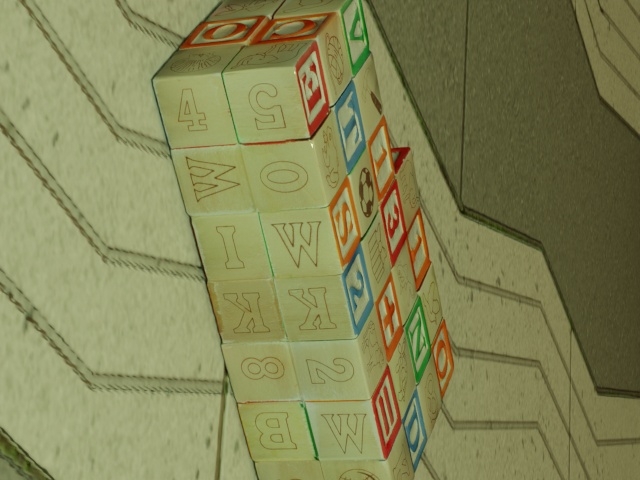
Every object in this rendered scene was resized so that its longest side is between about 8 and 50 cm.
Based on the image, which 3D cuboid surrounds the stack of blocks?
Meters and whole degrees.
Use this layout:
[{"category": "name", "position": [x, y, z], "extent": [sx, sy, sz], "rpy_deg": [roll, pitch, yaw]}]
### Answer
[{"category": "stack of blocks", "position": [0.000, 0.000, 1.042], "extent": [0.171, 0.087, 0.297], "rpy_deg": [-61, 143, -57]}]
